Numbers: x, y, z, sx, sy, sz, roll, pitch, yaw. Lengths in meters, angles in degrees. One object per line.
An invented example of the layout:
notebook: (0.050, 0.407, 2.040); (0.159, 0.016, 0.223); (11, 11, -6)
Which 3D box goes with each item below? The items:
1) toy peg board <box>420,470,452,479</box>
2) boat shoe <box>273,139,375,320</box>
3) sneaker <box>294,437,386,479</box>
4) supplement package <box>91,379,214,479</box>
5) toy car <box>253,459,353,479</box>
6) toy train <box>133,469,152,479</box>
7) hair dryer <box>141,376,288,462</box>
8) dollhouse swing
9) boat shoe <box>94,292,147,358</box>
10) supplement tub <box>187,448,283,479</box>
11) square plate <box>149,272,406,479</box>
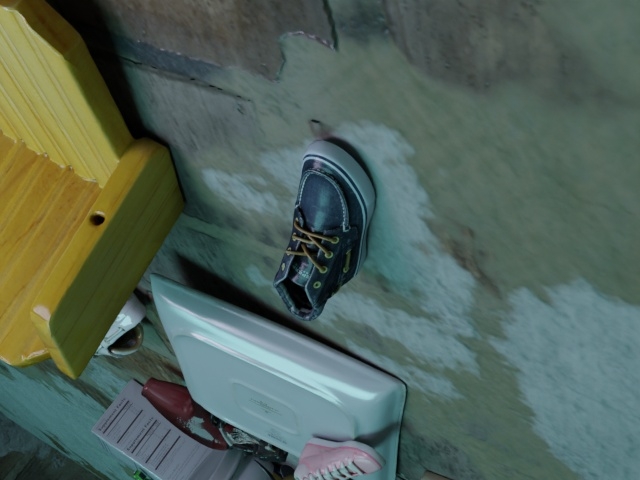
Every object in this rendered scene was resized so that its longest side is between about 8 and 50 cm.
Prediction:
toy peg board: (0.212, 0.400, 1.152); (0.161, 0.079, 0.160); (9, 143, 44)
boat shoe: (0.000, 0.000, 0.744); (0.065, 0.083, 0.183); (27, 152, 21)
sneaker: (0.020, 0.289, 1.095); (0.134, 0.070, 0.051); (-6, 132, 46)
supplement package: (-0.328, 0.421, 1.804); (0.244, 0.134, 0.139); (32, 154, 9)
toy car: (-0.014, 0.388, 1.340); (0.188, 0.149, 0.155); (31, 178, 39)
toy train: (-0.346, 0.491, 1.766); (0.024, 0.017, 0.083); (-8, 131, 43)
hair dryer: (-0.190, 0.266, 1.467); (0.294, 0.080, 0.223); (-4, 125, 40)
dollhouse swing: (-0.367, -0.080, 0.867); (0.347, 0.315, 0.305); (28, 173, 19)
boat shoe: (-0.330, 0.147, 1.390); (0.096, 0.098, 0.277); (39, 153, -1)
supplement tub: (-0.110, 0.544, 1.626); (0.316, 0.228, 0.228); (40, 154, -6)
square plate: (-0.059, 0.207, 1.164); (0.347, 0.049, 0.344); (22, 149, 16)
